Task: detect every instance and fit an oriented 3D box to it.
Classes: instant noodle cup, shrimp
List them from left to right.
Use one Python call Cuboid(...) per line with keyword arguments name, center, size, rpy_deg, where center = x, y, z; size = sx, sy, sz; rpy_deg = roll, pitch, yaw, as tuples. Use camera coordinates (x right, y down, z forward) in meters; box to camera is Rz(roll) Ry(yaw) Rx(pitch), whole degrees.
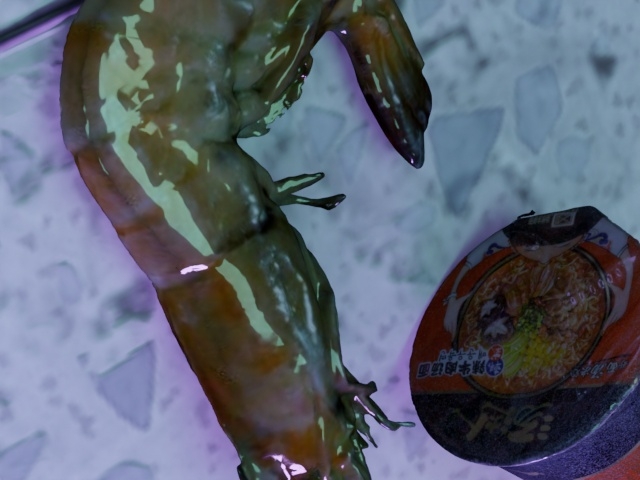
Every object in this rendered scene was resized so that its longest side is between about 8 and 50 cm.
Cuboid(name="shrimp", center=(0.000, 0.000, 0.696), size=(0.169, 0.058, 0.296), rpy_deg=(-33, 112, -26))
Cuboid(name="instant noodle cup", center=(0.128, 0.072, 0.757), size=(0.136, 0.127, 0.127), rpy_deg=(39, 78, -40))
